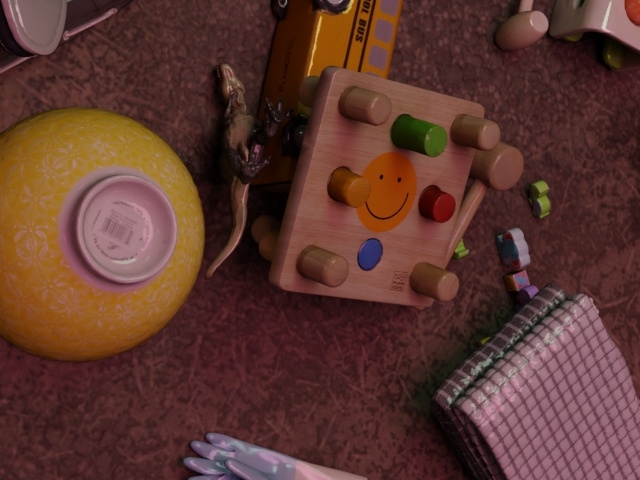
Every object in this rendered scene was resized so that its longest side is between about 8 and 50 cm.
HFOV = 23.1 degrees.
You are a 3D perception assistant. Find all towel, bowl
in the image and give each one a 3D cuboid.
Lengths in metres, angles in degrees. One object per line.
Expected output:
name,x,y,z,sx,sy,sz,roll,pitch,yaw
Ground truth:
towel,0.285,0.229,1.969,0.235,0.121,0.283,-41,118,-21
bowl,-0.238,-0.010,1.700,0.289,0.156,0.289,2,87,-29

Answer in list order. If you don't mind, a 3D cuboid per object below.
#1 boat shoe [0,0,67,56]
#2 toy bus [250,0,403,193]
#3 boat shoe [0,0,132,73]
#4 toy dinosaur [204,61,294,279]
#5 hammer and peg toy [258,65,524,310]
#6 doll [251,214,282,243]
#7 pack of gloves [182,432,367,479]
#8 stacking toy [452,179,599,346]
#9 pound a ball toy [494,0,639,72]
boat shoe,-0.337,-0.313,1.629,0.114,0.091,0.302,35,40,-56
toy bus,0.009,-0.216,1.874,0.130,0.108,0.332,16,80,-30
boat shoe,-0.290,-0.277,1.731,0.335,0.095,0.112,-33,76,-30
toy dinosaur,-0.087,-0.095,1.775,0.064,0.118,0.268,15,61,-24
hammer and peg toy,0.107,-0.042,1.819,0.361,0.127,0.266,10,98,-43
doll,0.000,0.000,1.892,0.189,0.046,0.129,12,94,-28
pack of gloves,-0.057,0.322,1.792,0.232,0.046,0.195,18,54,-13
stacking toy,0.261,0.046,2.034,0.167,0.052,0.221,-23,98,-28
pound a ball toy,0.382,-0.369,2.072,0.208,0.136,0.319,24,76,-26
